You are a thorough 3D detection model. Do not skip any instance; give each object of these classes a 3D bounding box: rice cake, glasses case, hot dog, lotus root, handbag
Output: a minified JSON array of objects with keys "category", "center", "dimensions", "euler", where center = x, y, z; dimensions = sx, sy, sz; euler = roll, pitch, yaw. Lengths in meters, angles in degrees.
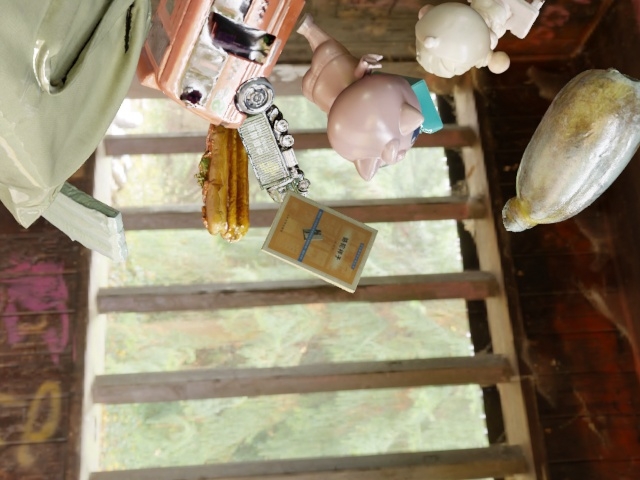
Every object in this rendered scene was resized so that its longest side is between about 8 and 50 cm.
[{"category":"rice cake","center":[-0.469,-0.052,1.320],"dimensions":[0.043,0.237,0.127],"euler":[-45,155,-39]},{"category":"glasses case","center":[0.173,-0.313,1.569],"dimensions":[0.117,0.070,0.301],"euler":[61,-6,-21]},{"category":"hot dog","center":[-0.262,-0.163,1.838],"dimensions":[0.158,0.117,0.348],"euler":[45,39,-67]},{"category":"lotus root","center":[0.407,-0.123,1.111],"dimensions":[0.140,0.158,0.322],"euler":[46,-52,31]},{"category":"handbag","center":[-0.225,-0.175,0.547],"dimensions":[0.316,0.109,0.253],"euler":[90,18,-67]}]

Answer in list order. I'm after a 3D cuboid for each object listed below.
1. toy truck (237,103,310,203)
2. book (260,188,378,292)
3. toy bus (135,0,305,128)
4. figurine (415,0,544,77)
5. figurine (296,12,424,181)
[{"category":"toy truck","center":[-0.116,-0.210,1.695],"dimensions":[0.088,0.121,0.259],"euler":[-116,-176,-58]},{"category":"book","center":[0.000,0.000,1.634],"dimensions":[0.018,0.242,0.170],"euler":[127,-14,-72]},{"category":"toy bus","center":[-0.156,-0.426,1.223],"dimensions":[0.427,0.233,0.203],"euler":[-58,-140,28]},{"category":"figurine","center":[0.267,-0.372,1.227],"dimensions":[0.182,0.257,0.144],"euler":[50,-29,-5]},{"category":"figurine","center":[0.063,-0.237,1.125],"dimensions":[0.287,0.186,0.176],"euler":[47,-59,29]}]
